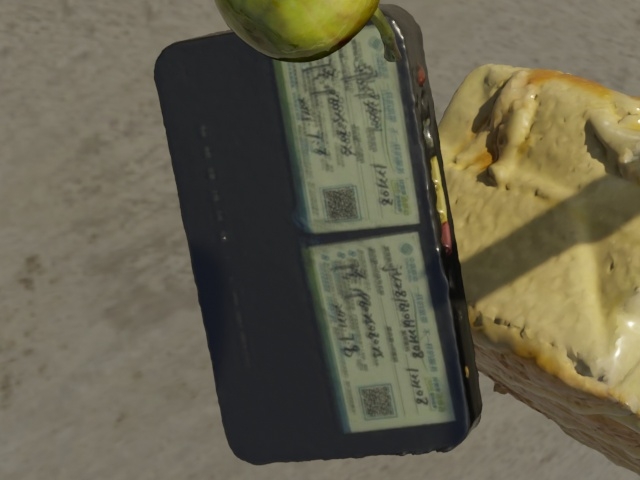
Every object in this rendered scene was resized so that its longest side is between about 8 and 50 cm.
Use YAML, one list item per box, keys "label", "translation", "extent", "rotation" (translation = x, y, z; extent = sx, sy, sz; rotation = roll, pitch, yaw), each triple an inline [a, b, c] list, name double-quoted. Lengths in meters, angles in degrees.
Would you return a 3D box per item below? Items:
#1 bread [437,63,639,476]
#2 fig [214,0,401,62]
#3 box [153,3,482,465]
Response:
- label: "bread"
  translation: [0.275, 0.042, 1.432]
  extent: [0.390, 0.371, 0.279]
  rotation: [24, 77, 52]
- label: "fig"
  translation: [-0.009, -0.126, 0.820]
  extent: [0.093, 0.166, 0.093]
  rotation: [-1, 80, 5]
- label: "box"
  translation: [0.000, 0.000, 1.231]
  extent: [0.211, 0.058, 0.350]
  rotation: [-6, 99, 19]
